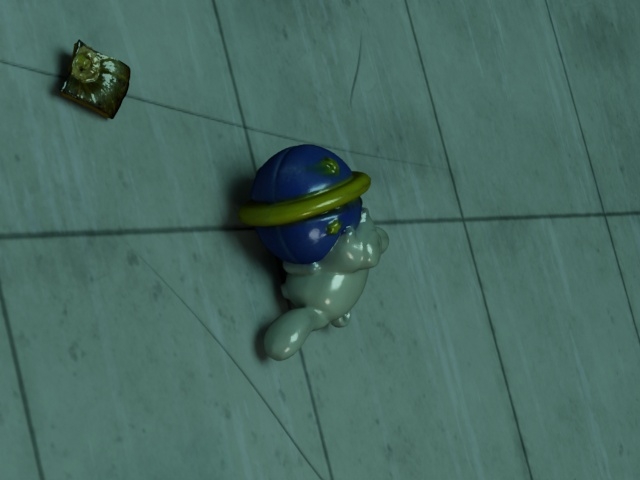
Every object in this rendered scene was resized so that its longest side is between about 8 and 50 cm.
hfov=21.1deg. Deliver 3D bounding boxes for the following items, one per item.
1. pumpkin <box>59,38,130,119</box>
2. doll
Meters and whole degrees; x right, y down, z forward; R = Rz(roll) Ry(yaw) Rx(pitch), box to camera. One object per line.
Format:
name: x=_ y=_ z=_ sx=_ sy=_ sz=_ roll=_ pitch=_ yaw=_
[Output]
pumpkin: x=-0.267 y=-0.185 z=1.989 sx=0.101 sy=0.035 sz=0.073 roll=31 pitch=61 yaw=-48
doll: x=0.022 y=-0.013 z=2.198 sx=0.311 sy=0.159 sz=0.243 roll=-26 pitch=94 yaw=-60
